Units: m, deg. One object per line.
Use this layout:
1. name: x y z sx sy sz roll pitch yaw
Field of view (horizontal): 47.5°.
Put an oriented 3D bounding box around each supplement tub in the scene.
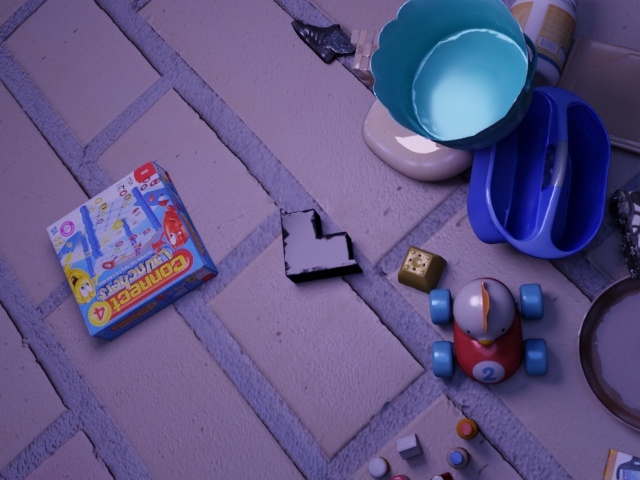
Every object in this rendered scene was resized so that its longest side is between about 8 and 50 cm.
1. supplement tub: 0.456 -0.427 1.541 0.144 0.144 0.200 17 80 19

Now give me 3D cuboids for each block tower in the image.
1. block tower: 0.226 -0.365 1.468 0.335 0.091 0.097 9 82 26

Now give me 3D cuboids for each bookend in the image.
1. bookend: 0.000 0.000 1.583 0.156 0.072 0.157 -11 72 11

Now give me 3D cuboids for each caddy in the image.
1. caddy: 0.425 -0.126 1.407 0.241 0.179 0.341 13 77 -9

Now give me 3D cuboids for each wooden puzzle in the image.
1. wooden puzzle: 0.617 -0.301 1.521 0.238 0.044 0.221 21 81 15

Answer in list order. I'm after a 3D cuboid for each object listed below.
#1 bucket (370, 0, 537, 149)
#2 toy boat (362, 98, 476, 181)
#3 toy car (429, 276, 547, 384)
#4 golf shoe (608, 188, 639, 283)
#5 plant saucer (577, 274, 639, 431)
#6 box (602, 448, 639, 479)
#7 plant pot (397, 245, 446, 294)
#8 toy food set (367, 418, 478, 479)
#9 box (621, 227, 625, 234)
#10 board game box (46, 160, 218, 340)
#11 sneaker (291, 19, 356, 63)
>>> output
1. bucket: 0.248 -0.295 1.298 0.281 0.183 0.281 -1 87 24
2. toy boat: 0.259 -0.277 1.568 0.267 0.148 0.318 37 94 26
3. toy car: 0.310 0.158 1.367 0.219 0.238 0.210 -4 74 14
4. golf shoe: 0.620 -0.013 1.389 0.094 0.077 0.198 -5 65 4
5. plant saucer: 0.644 0.211 1.363 0.310 0.050 0.311 -4 74 15
6. box: 0.589 0.440 1.325 0.136 0.028 0.081 13 78 20
7. plant pot: 0.206 0.055 1.506 0.081 0.083 0.081 21 81 19
8. toy food set: 0.201 0.423 1.393 0.232 0.104 0.111 -21 70 9
9. box: 0.650 -0.035 1.446 0.083 0.018 0.067 15 79 18
10. board game box: -0.441 0.023 1.688 0.308 0.086 0.302 -33 69 4
11. sneaker: 0.013 -0.485 1.730 0.089 0.051 0.170 -41 73 1
